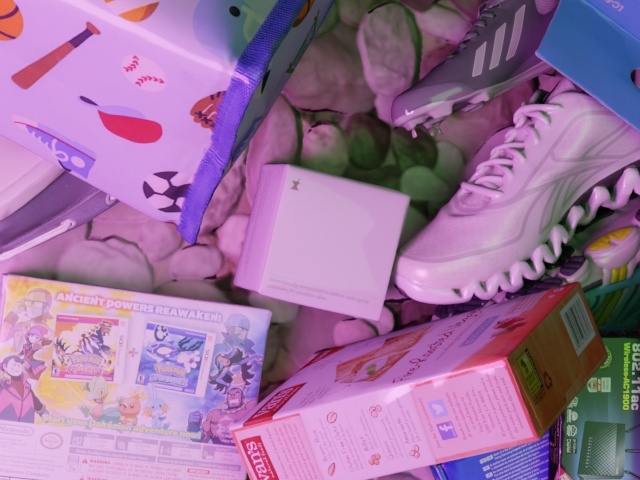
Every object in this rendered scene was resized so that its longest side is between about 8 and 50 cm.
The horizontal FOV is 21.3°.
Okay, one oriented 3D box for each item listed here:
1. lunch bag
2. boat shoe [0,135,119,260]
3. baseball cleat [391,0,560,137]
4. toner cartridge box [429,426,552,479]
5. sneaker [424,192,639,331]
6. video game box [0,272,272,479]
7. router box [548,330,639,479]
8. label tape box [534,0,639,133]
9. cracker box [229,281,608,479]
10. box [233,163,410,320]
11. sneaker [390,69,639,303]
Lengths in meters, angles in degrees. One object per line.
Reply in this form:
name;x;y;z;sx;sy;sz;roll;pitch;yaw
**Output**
lunch bag;-0.127;-0.243;1.142;0.328;0.239;0.385;27;56;-2
boat shoe;-0.156;-0.085;1.256;0.319;0.099;0.116;-33;64;-24
baseball cleat;0.131;-0.160;1.344;0.206;0.072;0.109;-24;88;-21
toner cartridge box;0.273;0.174;1.348;0.347;0.075;0.165;-23;93;-3
sneaker;0.207;0.050;1.352;0.275;0.107;0.110;-26;112;-12
video game box;-0.151;0.129;1.276;0.205;0.048;0.187;9;91;-16
router box;0.221;0.129;1.284;0.092;0.038;0.122;1;92;-5
label tape box;0.338;-0.217;1.316;0.240;0.106;0.334;34;60;-14
cracker box;0.071;0.108;1.223;0.232;0.155;0.067;-18;99;31
box;0.000;0.000;1.293;0.101;0.087;0.102;14;88;-16
sneaker;0.167;-0.053;1.319;0.292;0.110;0.118;-32;120;-19
